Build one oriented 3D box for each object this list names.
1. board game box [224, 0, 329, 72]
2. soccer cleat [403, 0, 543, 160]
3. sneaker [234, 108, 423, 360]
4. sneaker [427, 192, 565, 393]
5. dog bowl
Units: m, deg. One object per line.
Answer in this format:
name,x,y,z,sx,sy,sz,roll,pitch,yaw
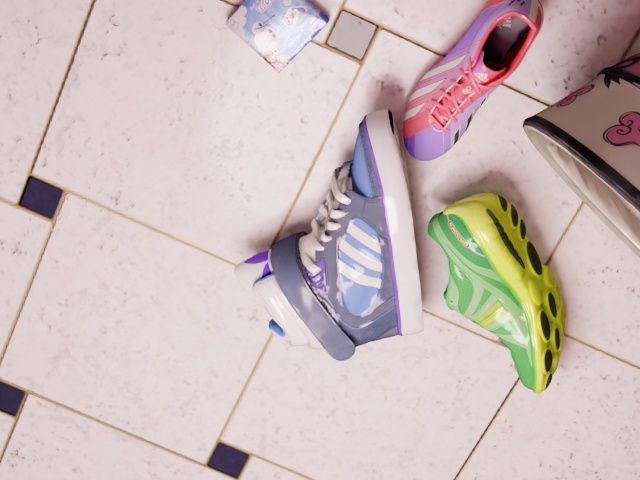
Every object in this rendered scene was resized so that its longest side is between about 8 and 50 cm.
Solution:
board game box,-0.052,-0.263,1.544,0.090,0.020,0.090,41,114,-13
soccer cleat,0.174,-0.188,1.514,0.083,0.095,0.248,32,116,-10
sneaker,0.000,0.000,1.609,0.236,0.130,0.322,-6,122,5
sneaker,0.228,0.066,1.648,0.123,0.109,0.295,-8,120,36
dog bowl,0.418,-0.039,1.412,0.408,0.408,0.150,43,95,-15
